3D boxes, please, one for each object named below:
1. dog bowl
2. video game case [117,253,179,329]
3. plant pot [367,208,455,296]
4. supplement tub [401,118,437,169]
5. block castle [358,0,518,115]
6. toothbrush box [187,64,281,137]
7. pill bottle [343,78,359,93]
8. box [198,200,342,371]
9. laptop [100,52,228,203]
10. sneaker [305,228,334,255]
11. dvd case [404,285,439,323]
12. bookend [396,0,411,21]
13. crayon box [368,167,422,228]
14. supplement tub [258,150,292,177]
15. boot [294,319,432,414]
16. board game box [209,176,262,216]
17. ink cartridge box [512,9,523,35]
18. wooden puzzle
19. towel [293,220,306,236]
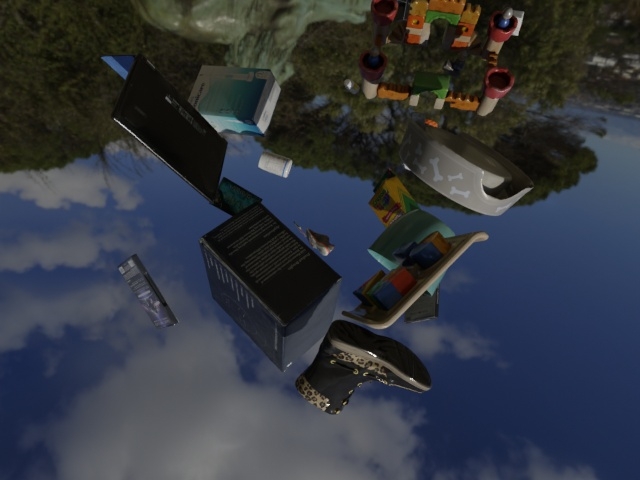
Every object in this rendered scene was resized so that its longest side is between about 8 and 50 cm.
[{"bbox_3d":[0.352,-0.190,1.183,0.348,0.102,0.349,23,-151,-13],"label":"dog bowl"},{"bbox_3d":[-0.611,0.187,1.662,0.026,0.274,0.196,-36,-171,-37],"label":"video game case"},{"bbox_3d":[0.360,0.027,1.751,0.293,0.235,0.293,37,177,2],"label":"plant pot"},{"bbox_3d":[0.398,-0.377,1.873,0.116,0.191,0.117,15,176,1],"label":"supplement tub"},{"bbox_3d":[0.359,-0.586,1.452,0.452,0.303,0.213,10,162,5],"label":"block castle"},{"bbox_3d":[-0.324,-0.517,1.743,0.295,0.217,0.126,10,163,18],"label":"toothbrush box"},{"bbox_3d":[0.134,-0.675,2.060,0.043,0.044,0.083,23,-174,30],"label":"pill bottle"},{"bbox_3d":[-0.198,0.191,1.864,0.297,0.480,0.471,-36,-113,-25],"label":"box"},{"bbox_3d":[-0.496,-0.341,1.430,0.236,0.382,0.408,-17,-129,26],"label":"laptop"},{"bbox_3d":[0.000,0.000,1.892,0.064,0.061,0.158,-28,-127,-23],"label":"sneaker"},{"bbox_3d":[0.443,0.235,2.051,0.029,0.239,0.179,23,152,-28],"label":"dvd case"},{"bbox_3d":[0.348,-1.001,1.991,0.157,0.157,0.072,3,-165,-26],"label":"bookend"},{"bbox_3d":[0.354,-0.161,2.262,0.081,0.202,0.319,-24,-109,-31],"label":"crayon box"},{"bbox_3d":[-0.160,-0.272,1.676,0.107,0.071,0.071,18,-160,1],"label":"supplement tub"},{"bbox_3d":[0.128,0.432,1.482,0.377,0.284,0.138,27,-153,-16],"label":"boot"},{"bbox_3d":[-0.345,-0.160,1.931,0.186,0.126,0.026,29,174,-26],"label":"board game box"},{"bbox_3d":[0.690,-0.783,1.693,0.062,0.029,0.115,19,179,19],"label":"ink cartridge box"},{"bbox_3d":[0.208,0.080,1.184,0.081,0.347,0.322,52,170,-2],"label":"wooden puzzle"},{"bbox_3d":[-0.098,-0.054,2.260,0.060,0.009,0.083,42,171,46],"label":"towel"}]
